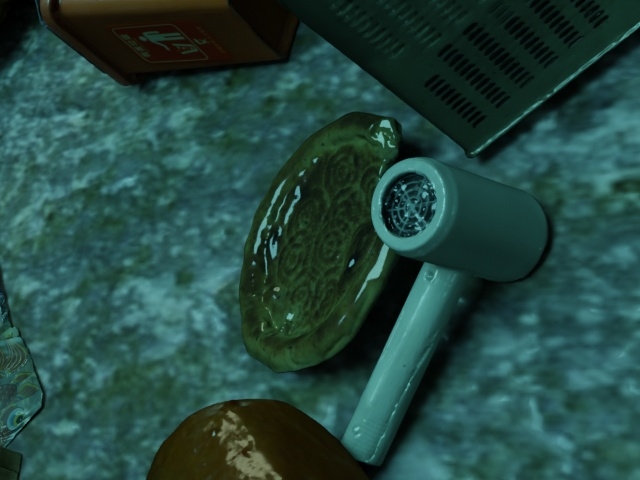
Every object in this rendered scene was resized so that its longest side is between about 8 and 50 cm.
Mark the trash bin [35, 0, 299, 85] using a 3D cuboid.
[{"bbox_3d":[-0.133,-0.259,1.150,0.238,0.161,0.185,4,70,32],"label":"trash bin"}]

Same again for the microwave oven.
[{"bbox_3d":[0.058,-0.325,0.902,0.247,0.333,0.394,-40,49,20],"label":"microwave oven"}]

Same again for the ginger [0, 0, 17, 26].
[{"bbox_3d":[-0.367,-0.380,1.403,0.357,0.152,0.274,-39,29,14],"label":"ginger"}]

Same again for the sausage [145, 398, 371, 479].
[{"bbox_3d":[-0.029,0.216,0.803,0.141,0.153,0.268,-58,42,17],"label":"sausage"}]

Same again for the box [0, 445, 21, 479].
[{"bbox_3d":[-0.332,0.207,1.098,0.083,0.079,0.035,-18,56,30],"label":"box"}]

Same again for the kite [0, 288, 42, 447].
[{"bbox_3d":[-0.341,0.115,1.201,0.127,0.016,0.229,-36,50,14],"label":"kite"}]

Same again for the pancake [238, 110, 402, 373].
[{"bbox_3d":[0.000,0.000,0.958,0.212,0.029,0.235,-45,35,26],"label":"pancake"}]

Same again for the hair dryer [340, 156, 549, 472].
[{"bbox_3d":[0.061,0.059,0.852,0.073,0.131,0.236,35,104,39],"label":"hair dryer"}]
